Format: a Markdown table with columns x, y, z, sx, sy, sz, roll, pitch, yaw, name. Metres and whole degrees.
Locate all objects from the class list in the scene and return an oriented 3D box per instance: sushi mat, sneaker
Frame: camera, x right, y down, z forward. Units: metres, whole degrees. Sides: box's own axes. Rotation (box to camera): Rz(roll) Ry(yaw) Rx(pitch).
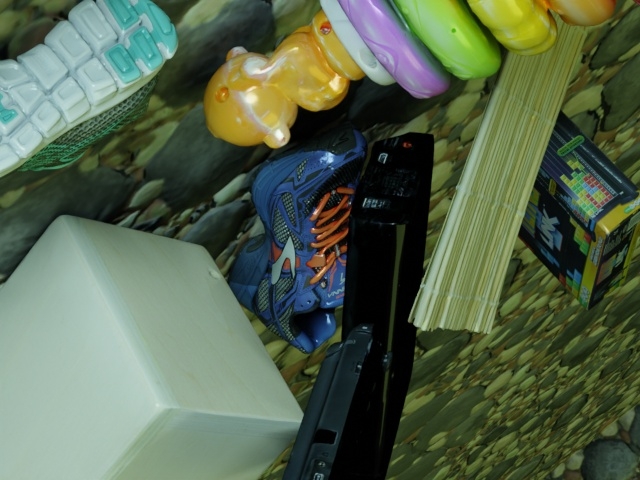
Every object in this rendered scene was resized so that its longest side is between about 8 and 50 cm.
| x | y | z | sx | sy | sz | roll | pitch | yaw | name |
| --- | --- | --- | --- | --- | --- | --- | --- | --- | --- |
| 0.135 | -0.089 | 0.921 | 0.151 | 0.019 | 0.316 | 7 | 103 | -65 | sushi mat |
| 0.000 | 0.000 | 0.974 | 0.083 | 0.087 | 0.221 | -30 | 157 | -26 | sneaker |
| -0.142 | -0.053 | 0.677 | 0.166 | 0.065 | 0.076 | -28 | 160 | -23 | sneaker |

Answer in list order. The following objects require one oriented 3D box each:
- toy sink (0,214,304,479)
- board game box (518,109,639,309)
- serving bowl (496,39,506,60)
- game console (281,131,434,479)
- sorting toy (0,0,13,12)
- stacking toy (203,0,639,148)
| x | y | z | sx | sy | sz | roll | pitch | yaw | name |
| --- | --- | --- | --- | --- | --- | --- | --- | --- | --- |
| -0.145 | 0.126 | 0.861 | 0.131 | 0.153 | 0.234 | 15 | 123 | -48 | toy sink |
| 0.195 | -0.033 | 1.154 | 0.048 | 0.141 | 0.170 | -38 | 158 | -11 | board game box |
| 0.125 | -0.147 | 0.971 | 0.083 | 0.027 | 0.083 | -33 | 157 | -16 | serving bowl |
| 0.020 | 0.103 | 0.846 | 0.361 | 0.044 | 0.213 | -68 | 164 | -54 | game console |
| -0.230 | -0.066 | 0.502 | 0.307 | 0.041 | 0.229 | -46 | 163 | -5 | sorting toy |
| 0.062 | -0.139 | 0.753 | 0.302 | 0.175 | 0.166 | -34 | 158 | 16 | stacking toy |
